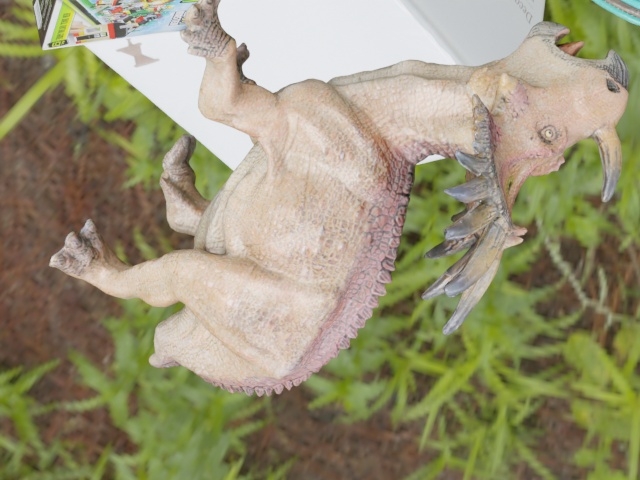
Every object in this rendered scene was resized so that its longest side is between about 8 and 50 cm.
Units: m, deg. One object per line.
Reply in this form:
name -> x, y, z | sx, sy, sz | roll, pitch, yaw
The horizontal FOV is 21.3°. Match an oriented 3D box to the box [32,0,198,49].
box -> -0.115, -0.170, 1.069 | 0.114, 0.207, 0.036 | -10, 84, -15

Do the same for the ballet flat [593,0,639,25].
ballet flat -> 0.253, -0.136, 0.905 | 0.247, 0.087, 0.083 | 8, 85, 23

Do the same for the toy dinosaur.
toy dinosaur -> 0.000, 0.000, 0.839 | 0.200, 0.127, 0.295 | 38, 116, 8

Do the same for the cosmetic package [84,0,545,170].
cosmetic package -> 0.011, -0.309, 1.690 | 0.329, 0.393, 0.327 | -12, 144, 34
